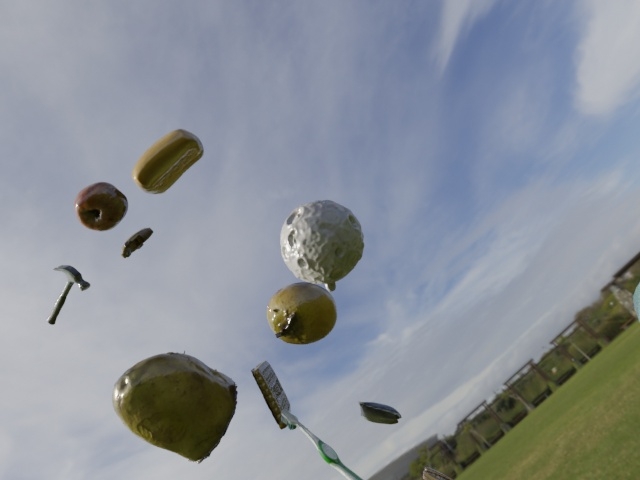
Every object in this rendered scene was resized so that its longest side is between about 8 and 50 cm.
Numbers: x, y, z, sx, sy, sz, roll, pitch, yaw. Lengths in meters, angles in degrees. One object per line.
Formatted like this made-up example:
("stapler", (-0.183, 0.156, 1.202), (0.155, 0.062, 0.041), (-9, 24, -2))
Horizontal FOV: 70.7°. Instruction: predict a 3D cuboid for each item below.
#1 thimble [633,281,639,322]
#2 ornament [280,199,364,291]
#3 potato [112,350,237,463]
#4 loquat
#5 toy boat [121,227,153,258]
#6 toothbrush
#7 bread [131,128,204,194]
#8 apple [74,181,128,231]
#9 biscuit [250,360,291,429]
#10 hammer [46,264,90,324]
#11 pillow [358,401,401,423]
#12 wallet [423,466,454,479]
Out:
("thimble", (0.996, 0.184, 1.255), (0.143, 0.198, 0.235), (-46, -50, -58))
("ornament", (0.000, 0.000, 1.766), (0.336, 0.337, 0.337), (-30, -31, -20))
("potato", (-0.351, 0.370, 1.056), (0.229, 0.229, 0.266), (-41, -59, 0))
("loquat", (-0.039, 0.176, 1.109), (0.172, 0.150, 0.204), (-13, -3, 28))
("toy boat", (-0.667, 0.006, 1.632), (0.149, 0.048, 0.047), (-55, -43, -36))
("toothbrush", (0.022, 0.431, 0.901), (0.030, 0.303, 0.030), (-24, -55, -39))
("bread", (-0.437, -0.229, 1.277), (0.217, 0.098, 0.147), (-44, -6, -3))
("apple", (-0.568, -0.088, 1.167), (0.125, 0.102, 0.126), (-1, -61, -1))
("biscuit", (-0.132, 0.425, 1.275), (0.029, 0.172, 0.254), (-28, -8, -5))
("hammer", (-0.733, 0.160, 1.272), (0.246, 0.103, 0.029), (-46, -1, 31))
("pillow", (0.193, 0.571, 1.487), (0.208, 0.141, 0.055), (80, -155, -61))
("wallet", (0.392, 0.784, 1.471), (0.039, 0.117, 0.153), (-60, -29, -26))
